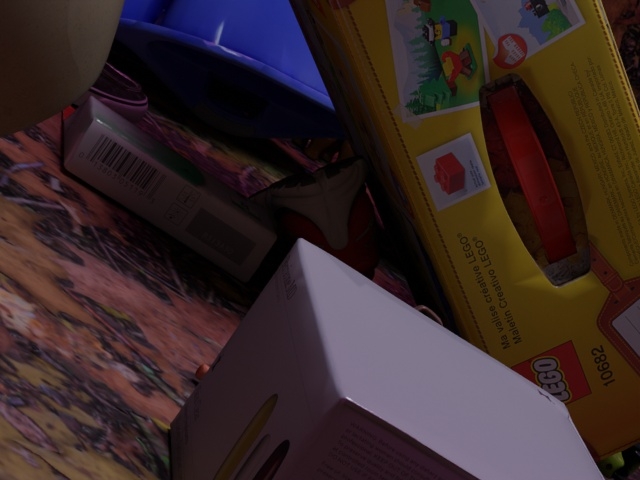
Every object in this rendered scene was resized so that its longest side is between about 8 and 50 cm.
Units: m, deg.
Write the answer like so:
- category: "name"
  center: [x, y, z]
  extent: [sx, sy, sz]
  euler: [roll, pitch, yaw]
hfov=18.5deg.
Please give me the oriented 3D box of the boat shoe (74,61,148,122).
- category: "boat shoe"
  center: [-0.236, -0.176, 1.779]
  extent: [0.219, 0.070, 0.078]
  euler: [27, 13, -35]

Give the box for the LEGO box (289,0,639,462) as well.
- category: "LEGO box"
  center: [0.127, -0.108, 1.641]
  extent: [0.372, 0.193, 0.500]
  euler: [-119, -175, -66]

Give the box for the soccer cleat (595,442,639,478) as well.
- category: "soccer cleat"
  center: [0.273, 0.184, 1.827]
  extent: [0.072, 0.060, 0.179]
  euler: [48, 20, 13]

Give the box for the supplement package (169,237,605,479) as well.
- category: "supplement package"
  center: [0.041, 0.142, 1.063]
  extent: [0.204, 0.145, 0.262]
  euler: [33, 11, -14]

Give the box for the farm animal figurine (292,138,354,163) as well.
- category: "farm animal figurine"
  center: [-0.016, -0.235, 2.414]
  extent: [0.327, 0.172, 0.330]
  euler: [33, 11, -12]

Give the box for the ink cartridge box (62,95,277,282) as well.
- category: "ink cartridge box"
  center: [-0.131, -0.062, 1.663]
  extent: [0.181, 0.056, 0.224]
  euler: [33, 12, -16]

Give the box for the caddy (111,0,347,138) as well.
- category: "caddy"
  center: [-0.081, -0.202, 2.092]
  extent: [0.241, 0.179, 0.341]
  euler: [14, -7, 45]

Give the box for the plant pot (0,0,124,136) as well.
- category: "plant pot"
  center: [-0.248, -0.181, 1.377]
  extent: [0.284, 0.284, 0.191]
  euler: [-125, -167, -61]

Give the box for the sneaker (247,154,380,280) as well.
- category: "sneaker"
  center: [0.000, 0.000, 1.714]
  extent: [0.279, 0.107, 0.118]
  euler: [137, -64, -88]

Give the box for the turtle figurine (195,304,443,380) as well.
- category: "turtle figurine"
  center: [0.030, 0.078, 1.389]
  extent: [0.270, 0.087, 0.217]
  euler: [7, 8, -16]
